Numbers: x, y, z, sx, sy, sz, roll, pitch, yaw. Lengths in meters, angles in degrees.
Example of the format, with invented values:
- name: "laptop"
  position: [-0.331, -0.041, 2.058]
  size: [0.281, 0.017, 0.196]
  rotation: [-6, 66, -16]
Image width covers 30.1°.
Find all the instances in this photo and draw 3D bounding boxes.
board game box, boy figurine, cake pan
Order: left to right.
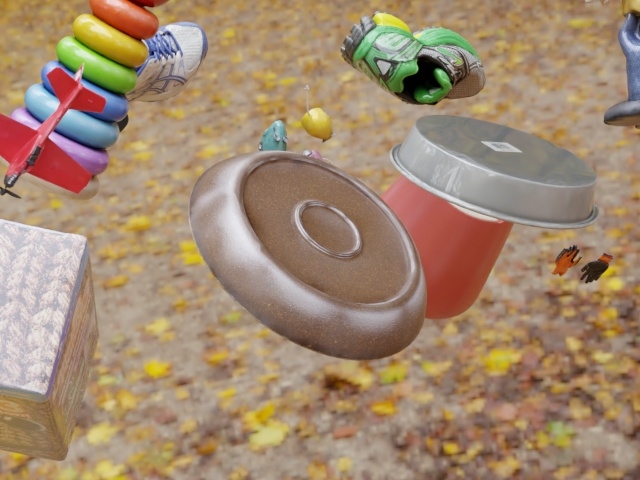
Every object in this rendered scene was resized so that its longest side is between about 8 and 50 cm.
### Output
- name: "board game box"
  position: [-0.338, 0.088, 1.097]
  size: [0.232, 0.141, 0.291]
  rotation: [12, -22, -3]
- name: "cake pan"
  position: [0.240, -0.099, 1.599]
  size: [0.293, 0.054, 0.293]
  rotation: [13, 21, -5]
- name: "boy figurine"
  position: [0.336, -0.260, 1.216]
  size: [0.177, 0.285, 0.092]
  rotation: [-1, -4, -33]

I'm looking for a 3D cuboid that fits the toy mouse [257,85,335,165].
- name: "toy mouse"
  position: [-0.038, -0.122, 1.688]
  size: [0.143, 0.161, 0.031]
  rotation: [-35, 49, 4]

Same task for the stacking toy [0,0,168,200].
- name: "stacking toy"
  position: [-0.264, -0.218, 1.451]
  size: [0.141, 0.330, 0.141]
  rotation: [30, 9, -5]

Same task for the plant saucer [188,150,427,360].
- name: "plant saucer"
  position: [0.000, 0.000, 1.361]
  size: [0.311, 0.050, 0.310]
  rotation: [23, 37, -19]

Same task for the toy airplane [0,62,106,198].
- name: "toy airplane"
  position: [-0.265, -0.105, 1.152]
  size: [0.151, 0.151, 0.028]
  rotation: [-20, 30, -25]

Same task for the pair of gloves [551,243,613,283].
- name: "pair of gloves"
  position: [0.413, 0.037, 1.885]
  size: [0.083, 0.074, 0.010]
  rotation: [15, 48, -8]

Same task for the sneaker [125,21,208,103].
- name: "sneaker"
  position: [-0.278, -0.281, 1.891]
  size: [0.296, 0.112, 0.131]
  rotation: [-38, -2, -35]

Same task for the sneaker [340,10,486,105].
- name: "sneaker"
  position: [0.178, -0.276, 2.015]
  size: [0.344, 0.134, 0.146]
  rotation: [-1, 45, -51]

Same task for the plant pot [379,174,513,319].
- name: "plant pot"
  position: [0.224, -0.032, 2.155]
  size: [0.275, 0.243, 0.274]
  rotation: [16, 45, -17]

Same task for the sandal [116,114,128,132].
- name: "sandal"
  position: [-0.408, -0.171, 2.097]
  size: [0.179, 0.067, 0.040]
  rotation: [-49, 19, -11]
